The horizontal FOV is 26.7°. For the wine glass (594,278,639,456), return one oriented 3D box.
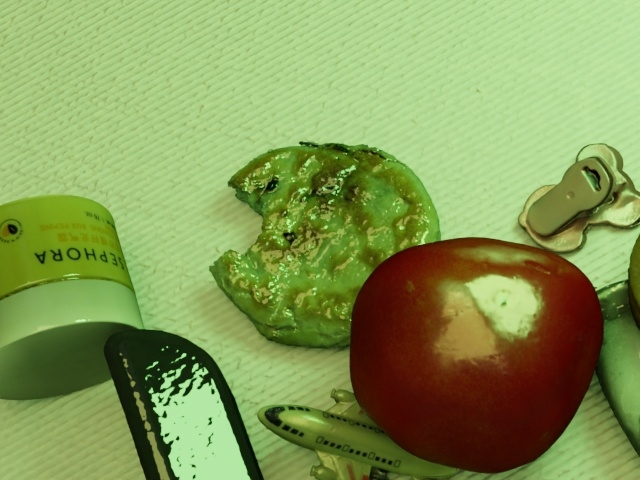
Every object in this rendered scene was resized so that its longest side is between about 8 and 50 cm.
[{"bbox_3d":[0.379,0.149,1.573,0.111,0.111,0.204,-19,61,3],"label":"wine glass"}]

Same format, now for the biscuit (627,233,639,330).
[{"bbox_3d":[0.521,0.076,1.470,0.394,0.070,0.350,23,57,29],"label":"biscuit"}]

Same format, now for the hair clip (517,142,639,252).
[{"bbox_3d":[0.331,-0.047,1.706,0.138,0.102,0.123,-45,62,27],"label":"hair clip"}]

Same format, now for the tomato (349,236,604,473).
[{"bbox_3d":[0.181,0.115,1.515,0.298,0.226,0.299,6,60,-10],"label":"tomato"}]

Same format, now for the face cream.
[{"bbox_3d":[-0.343,0.072,1.680,0.218,0.218,0.179,-20,66,2],"label":"face cream"}]

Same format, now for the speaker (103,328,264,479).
[{"bbox_3d":[-0.104,0.279,1.586,0.184,0.180,0.388,-21,67,-6],"label":"speaker"}]

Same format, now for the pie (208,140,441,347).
[{"bbox_3d":[0.008,0.001,1.726,0.302,0.067,0.303,-4,66,10],"label":"pie"}]

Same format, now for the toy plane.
[{"bbox_3d":[0.049,0.242,1.599,0.256,0.104,0.242,14,74,4],"label":"toy plane"}]
